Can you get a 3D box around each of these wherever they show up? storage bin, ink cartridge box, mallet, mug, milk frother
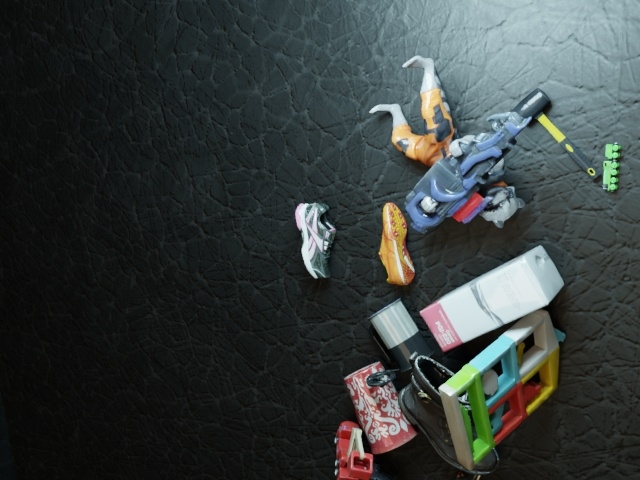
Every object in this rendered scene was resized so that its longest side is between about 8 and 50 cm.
[{"bbox_3d":[0.117,0.603,1.354,0.122,0.084,0.180,-1,100,32],"label":"storage bin"},{"bbox_3d":[0.317,0.105,1.080,0.218,0.158,0.092,-36,79,32],"label":"ink cartridge box"},{"bbox_3d":[0.426,-0.188,1.029,0.189,0.039,0.062,44,117,11],"label":"mallet"},{"bbox_3d":[0.113,0.369,1.293,0.150,0.113,0.169,-30,81,31],"label":"mug"},{"bbox_3d":[0.138,0.217,1.224,0.129,0.143,0.135,-39,79,35],"label":"milk frother"}]

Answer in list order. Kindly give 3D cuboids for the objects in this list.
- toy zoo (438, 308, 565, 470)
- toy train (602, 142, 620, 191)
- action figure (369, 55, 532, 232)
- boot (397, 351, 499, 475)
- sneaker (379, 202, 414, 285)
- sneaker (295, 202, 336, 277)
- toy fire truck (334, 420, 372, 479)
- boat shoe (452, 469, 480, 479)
[{"bbox_3d":[0.339,0.248,1.043,0.030,0.293,0.192,26,142,52],"label":"toy zoo"},{"bbox_3d":[0.497,-0.125,1.006,0.023,0.017,0.083,9,105,40],"label":"toy train"},{"bbox_3d":[0.258,-0.178,1.053,0.330,0.178,0.341,56,146,4],"label":"action figure"},{"bbox_3d":[0.257,0.340,1.133,0.263,0.091,0.229,38,155,15],"label":"boot"},{"bbox_3d":[0.146,0.009,1.223,0.067,0.064,0.175,-4,96,42],"label":"sneaker"},{"bbox_3d":[0.000,0.000,1.308,0.077,0.072,0.178,-10,101,22],"label":"sneaker"},{"bbox_3d":[0.070,0.458,1.282,0.047,0.192,0.135,12,122,-6],"label":"toy fire truck"},{"bbox_3d":[0.303,0.505,1.239,0.042,0.049,0.133,33,120,13],"label":"boat shoe"}]
